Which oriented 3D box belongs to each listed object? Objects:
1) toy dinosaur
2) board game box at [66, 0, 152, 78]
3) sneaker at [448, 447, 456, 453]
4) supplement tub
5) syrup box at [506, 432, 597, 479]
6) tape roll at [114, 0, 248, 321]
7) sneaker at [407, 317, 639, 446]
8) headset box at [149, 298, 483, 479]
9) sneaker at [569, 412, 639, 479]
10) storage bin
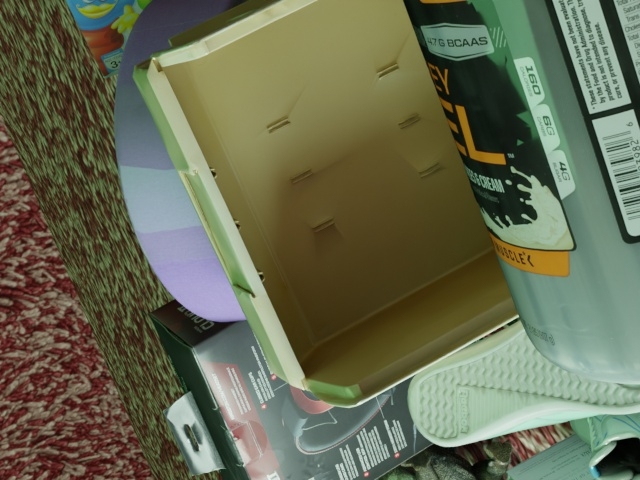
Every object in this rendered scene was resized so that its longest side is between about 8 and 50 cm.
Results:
[{"bbox_3d":[0.134,0.256,1.444,0.313,0.121,0.160,25,144,1],"label":"toy dinosaur"},{"bbox_3d":[-0.201,-0.312,1.356,0.275,0.142,0.144,70,175,-57],"label":"board game box"},{"bbox_3d":[0.099,0.254,1.562,0.122,0.110,0.283,0,122,58],"label":"sneaker"},{"bbox_3d":[0.152,-0.103,0.740,0.193,0.193,0.316,21,136,63],"label":"supplement tub"},{"bbox_3d":[0.247,0.252,1.123,0.237,0.096,0.093,44,157,58],"label":"syrup box"},{"bbox_3d":[-0.051,-0.074,1.155,0.090,0.275,0.275,-5,120,27],"label":"tape roll"},{"bbox_3d":[0.201,0.076,1.057,0.256,0.151,0.094,-21,87,38],"label":"sneaker"},{"bbox_3d":[-0.003,0.115,1.320,0.110,0.293,0.218,28,143,59],"label":"headset box"},{"bbox_3d":[0.227,0.149,1.094,0.071,0.083,0.190,61,163,-5],"label":"sneaker"},{"bbox_3d":[0.045,-0.062,0.989,0.262,0.260,0.123,66,165,-15],"label":"storage bin"}]
